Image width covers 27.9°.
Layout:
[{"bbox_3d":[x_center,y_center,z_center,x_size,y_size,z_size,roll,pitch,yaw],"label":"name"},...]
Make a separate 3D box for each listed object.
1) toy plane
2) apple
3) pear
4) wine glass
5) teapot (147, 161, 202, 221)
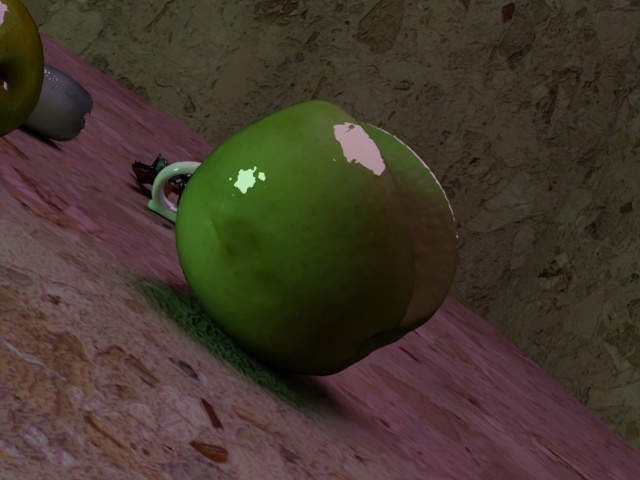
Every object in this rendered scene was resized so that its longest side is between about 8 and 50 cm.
[{"bbox_3d":[-0.242,-0.097,1.954,0.130,0.061,0.189,30,7,-37],"label":"toy plane"},{"bbox_3d":[0.000,0.000,1.338,0.254,0.292,0.292,60,13,16],"label":"apple"},{"bbox_3d":[-0.388,-0.190,1.339,0.216,0.166,0.180,14,-41,35],"label":"pear"},{"bbox_3d":[-0.418,-0.306,1.723,0.096,0.264,0.309,4,-16,38],"label":"wine glass"},{"bbox_3d":[-0.095,-0.025,1.823,0.298,0.139,0.204,36,36,-12],"label":"teapot"}]
